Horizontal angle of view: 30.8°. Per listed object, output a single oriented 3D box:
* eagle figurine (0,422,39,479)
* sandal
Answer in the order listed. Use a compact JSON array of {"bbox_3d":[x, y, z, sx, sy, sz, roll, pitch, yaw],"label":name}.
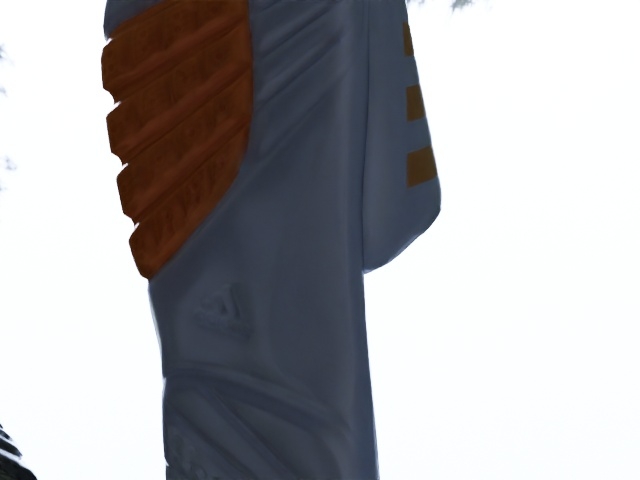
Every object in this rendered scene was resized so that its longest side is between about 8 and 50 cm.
[{"bbox_3d":[-0.249,0.069,0.464,0.226,0.298,0.225,-7,-102,-30],"label":"eagle figurine"},{"bbox_3d":[-0.009,0.001,0.379,0.102,0.076,0.265,-2,-88,37],"label":"sandal"}]
